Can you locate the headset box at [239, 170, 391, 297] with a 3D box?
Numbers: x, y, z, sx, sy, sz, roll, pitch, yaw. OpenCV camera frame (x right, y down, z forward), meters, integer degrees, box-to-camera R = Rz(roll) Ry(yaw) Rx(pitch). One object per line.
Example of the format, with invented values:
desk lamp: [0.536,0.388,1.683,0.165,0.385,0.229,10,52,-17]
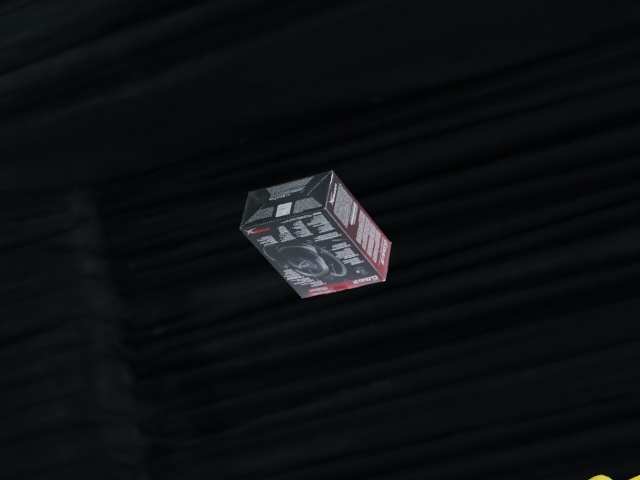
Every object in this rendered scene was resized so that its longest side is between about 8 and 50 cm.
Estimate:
headset box: [0.000,0.000,0.920,0.083,0.062,0.032,48,41,-40]

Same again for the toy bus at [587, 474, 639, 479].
toy bus: [0.245,0.179,0.720,0.220,0.211,0.149,45,-23,37]
